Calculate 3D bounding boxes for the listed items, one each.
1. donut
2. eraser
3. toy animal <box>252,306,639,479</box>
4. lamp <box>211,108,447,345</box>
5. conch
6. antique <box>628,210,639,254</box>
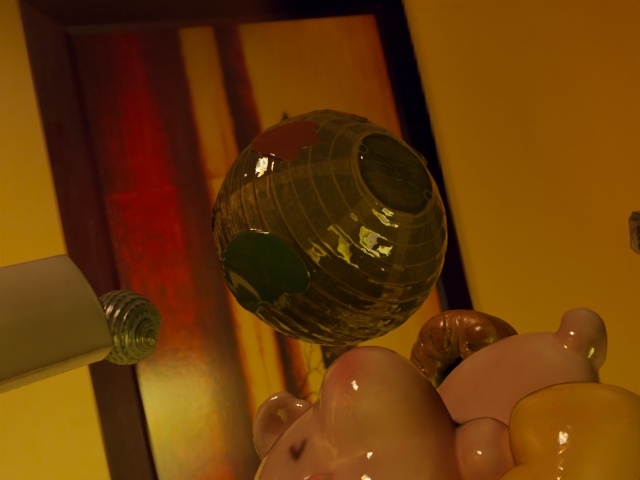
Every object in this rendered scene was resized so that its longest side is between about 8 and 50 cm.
[{"bbox_3d":[0.244,0.225,1.273,0.226,0.113,0.227,-7,-99,51],"label":"donut"},{"bbox_3d":[-0.444,0.123,1.065,0.095,0.270,0.174,-46,-109,35],"label":"eraser"},{"bbox_3d":[0.067,0.157,0.496,0.278,0.246,0.345,102,7,-45],"label":"toy animal"},{"bbox_3d":[0.000,0.000,0.813,0.284,0.250,0.250,-45,-121,46],"label":"lamp"},{"bbox_3d":[-0.340,0.138,1.307,0.153,0.135,0.102,31,-41,12],"label":"conch"},{"bbox_3d":[0.685,-0.019,1.447,0.086,0.182,0.088,-89,173,-83],"label":"antique"}]
